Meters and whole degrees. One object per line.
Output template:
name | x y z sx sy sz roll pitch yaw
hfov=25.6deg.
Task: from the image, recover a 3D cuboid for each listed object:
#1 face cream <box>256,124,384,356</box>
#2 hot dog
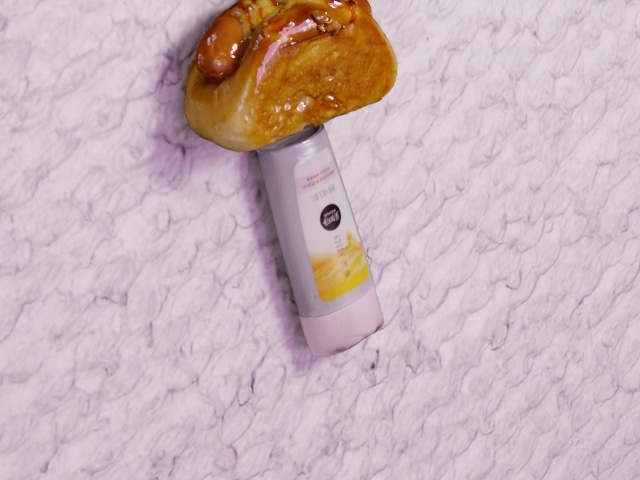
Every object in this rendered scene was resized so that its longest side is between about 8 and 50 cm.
face cream | 0.000 0.000 1.662 0.107 0.073 0.269 -26 114 -26
hot dog | -0.035 -0.207 1.556 0.256 0.150 0.153 -25 121 -34
